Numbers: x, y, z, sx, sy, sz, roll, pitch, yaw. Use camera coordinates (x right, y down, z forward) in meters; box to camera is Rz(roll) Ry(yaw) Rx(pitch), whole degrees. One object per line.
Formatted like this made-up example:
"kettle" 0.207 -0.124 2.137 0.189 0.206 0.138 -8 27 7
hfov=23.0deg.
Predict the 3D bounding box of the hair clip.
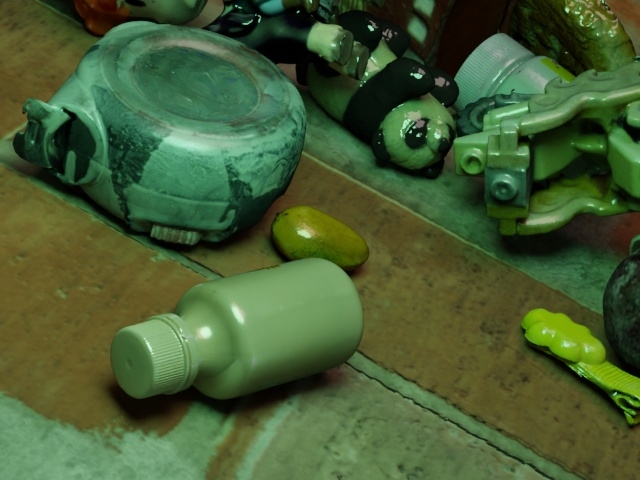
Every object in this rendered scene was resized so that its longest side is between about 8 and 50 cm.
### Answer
"hair clip" 0.291 0.132 1.729 0.173 0.046 0.072 42 33 26

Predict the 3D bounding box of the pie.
"pie" 0.323 -0.284 2.138 0.092 0.315 0.315 -34 57 -9

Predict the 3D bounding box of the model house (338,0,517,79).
"model house" 0.124 -0.334 2.109 0.160 0.196 0.254 -22 54 -31

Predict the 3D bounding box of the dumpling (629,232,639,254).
"dumpling" 0.467 -0.003 1.938 0.162 0.132 0.250 -3 3 18

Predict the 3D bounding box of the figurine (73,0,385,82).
"figurine" -0.118 -0.310 1.874 0.412 0.306 0.241 45 21 12

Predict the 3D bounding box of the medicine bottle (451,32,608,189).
"medicine bottle" 0.286 -0.156 2.035 0.225 0.139 0.139 40 36 21

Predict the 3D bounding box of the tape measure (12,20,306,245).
"tape measure" -0.156 -0.119 1.693 0.275 0.147 0.256 22 37 3

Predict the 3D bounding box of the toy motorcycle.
"toy motorcycle" 0.350 -0.103 1.825 0.410 0.168 0.237 2 32 17

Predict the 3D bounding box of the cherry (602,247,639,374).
"cherry" 0.411 0.082 1.762 0.195 0.195 0.195 17 34 -12

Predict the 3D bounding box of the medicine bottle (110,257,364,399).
"medicine bottle" -0.080 0.090 1.483 0.252 0.114 0.114 -13 49 -44

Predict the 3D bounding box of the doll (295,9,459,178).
"doll" 0.082 -0.184 1.948 0.234 0.135 0.143 43 16 20

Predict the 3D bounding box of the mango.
"mango" 0.000 0.000 1.710 0.114 0.057 0.079 18 27 -16
